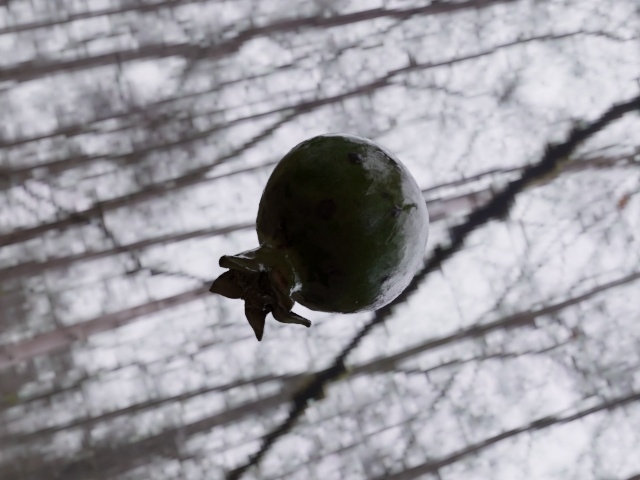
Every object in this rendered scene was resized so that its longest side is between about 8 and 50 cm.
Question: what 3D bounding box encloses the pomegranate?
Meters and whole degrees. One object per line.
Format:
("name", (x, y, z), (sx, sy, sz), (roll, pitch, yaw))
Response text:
("pomegranate", (0.006, 0.004, 1.164), (0.148, 0.169, 0.148), (30, -23, 14))
